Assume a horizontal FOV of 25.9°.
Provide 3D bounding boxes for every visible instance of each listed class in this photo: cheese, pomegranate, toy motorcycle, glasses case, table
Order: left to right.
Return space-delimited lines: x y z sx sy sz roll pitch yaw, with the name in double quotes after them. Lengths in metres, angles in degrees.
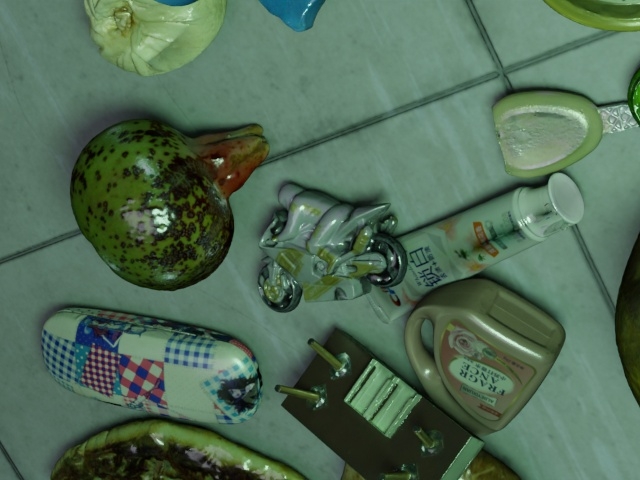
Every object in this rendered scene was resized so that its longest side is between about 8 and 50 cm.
-0.229 0.166 1.866 0.327 0.076 0.125 9 118 21 "glasses case"
-0.168 -0.058 1.666 0.248 0.214 0.214 -31 103 -3 "pomegranate"
0.000 0.000 1.660 0.225 0.073 0.152 -15 93 38 "toy motorcycle"
0.055 0.209 1.647 0.240 0.111 0.122 36 92 37 "table"
0.281 -0.125 1.484 0.192 0.037 0.097 -11 110 20 "cheese"

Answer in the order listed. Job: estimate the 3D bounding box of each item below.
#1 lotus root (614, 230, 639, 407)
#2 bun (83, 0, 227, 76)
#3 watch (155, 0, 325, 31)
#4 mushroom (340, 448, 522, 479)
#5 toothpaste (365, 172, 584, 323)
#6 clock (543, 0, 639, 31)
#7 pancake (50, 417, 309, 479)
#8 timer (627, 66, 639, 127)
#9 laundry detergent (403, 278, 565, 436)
0.409 0.084 1.358 0.250 0.346 0.251 7 116 14 "lotus root"
-0.195 -0.272 1.589 0.188 0.111 0.164 -25 107 30 "bun"
-0.108 -0.336 1.412 0.241 0.274 0.305 -14 105 31 "watch"
0.167 0.310 1.704 0.285 0.156 0.151 26 125 9 "mushroom"
0.158 0.008 1.605 0.323 0.066 0.100 -28 99 42 "toothpaste"
0.306 -0.300 1.332 0.237 0.057 0.237 1 142 1 "clock"
-0.168 0.371 1.971 0.426 0.067 0.305 -12 118 29 "pancake"
0.389 -0.141 1.409 0.140 0.047 0.128 -30 99 25 "timer"
0.171 0.145 1.646 0.171 0.076 0.237 32 140 4 "laundry detergent"
